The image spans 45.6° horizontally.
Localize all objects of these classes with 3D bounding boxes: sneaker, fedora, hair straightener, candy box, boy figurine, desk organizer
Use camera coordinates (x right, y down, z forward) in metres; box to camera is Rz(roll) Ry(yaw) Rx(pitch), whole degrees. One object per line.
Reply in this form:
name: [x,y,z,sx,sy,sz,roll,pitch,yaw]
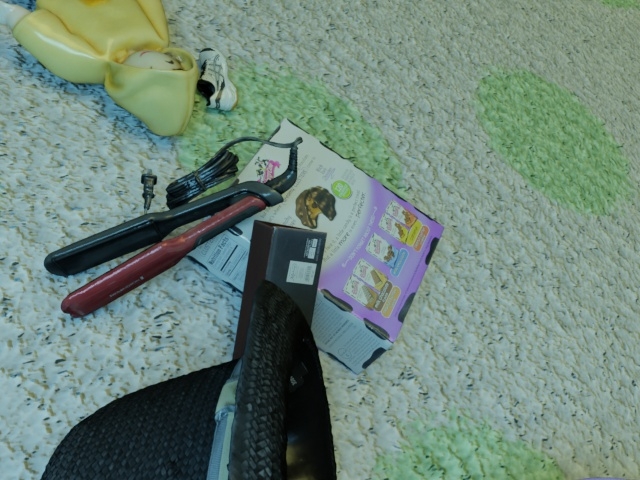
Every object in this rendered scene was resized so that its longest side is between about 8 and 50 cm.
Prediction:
sneaker: [-0.117,-0.175,0.812,0.037,0.032,0.083,-7,59,-34]
fedora: [-0.072,0.187,0.440,0.152,0.334,0.334,-7,53,5]
hair straightener: [-0.118,-0.032,0.614,0.230,0.047,0.089,-31,69,-3]
candy box: [0.000,0.000,0.718,0.196,0.070,0.165,35,46,-3]
boy figurine: [-0.223,-0.217,0.744,0.177,0.092,0.285,-21,65,-42]
desk organizer: [-0.036,0.051,0.619,0.047,0.050,0.130,6,97,-26]

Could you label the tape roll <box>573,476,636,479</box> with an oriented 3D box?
tape roll: [0.203,0.310,0.519,0.274,0.090,0.275,3,62,-5]
